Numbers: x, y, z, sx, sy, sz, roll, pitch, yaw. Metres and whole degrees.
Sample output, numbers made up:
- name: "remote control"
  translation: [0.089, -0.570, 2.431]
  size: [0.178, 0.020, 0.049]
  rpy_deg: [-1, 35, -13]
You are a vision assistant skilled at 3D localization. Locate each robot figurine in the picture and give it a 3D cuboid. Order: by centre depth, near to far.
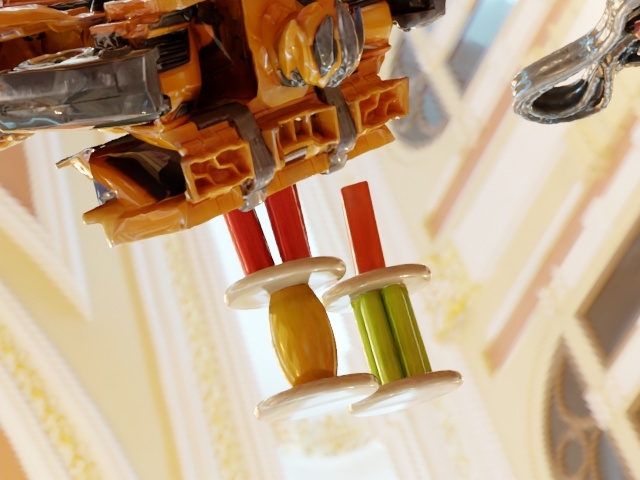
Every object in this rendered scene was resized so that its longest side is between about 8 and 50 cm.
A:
- name: "robot figurine"
  translation: [-0.093, -0.057, 0.598]
  size: [0.291, 0.085, 0.211]
  rpy_deg: [4, -159, 44]

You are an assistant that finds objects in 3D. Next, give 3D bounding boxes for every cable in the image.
- name: "cable"
  translation: [0.203, -0.118, 1.042]
  size: [0.140, 0.287, 0.072]
  rpy_deg: [3, -109, -33]

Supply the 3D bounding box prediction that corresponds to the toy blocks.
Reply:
- name: "toy blocks"
  translation: [0.000, 0.000, 0.696]
  size: [0.123, 0.054, 0.148]
  rpy_deg: [5, -114, -56]
